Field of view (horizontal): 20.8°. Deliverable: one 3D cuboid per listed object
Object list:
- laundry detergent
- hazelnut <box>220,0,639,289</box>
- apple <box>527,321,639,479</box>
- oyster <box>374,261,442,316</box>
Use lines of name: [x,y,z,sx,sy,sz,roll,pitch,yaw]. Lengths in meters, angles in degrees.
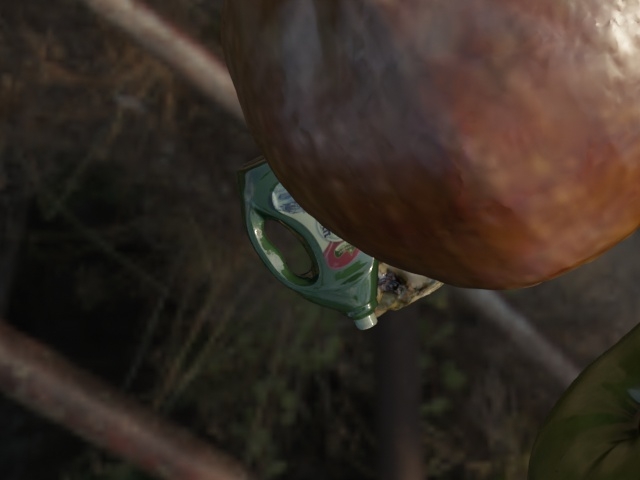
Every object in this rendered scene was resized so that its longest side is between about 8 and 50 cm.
laundry detergent: [0.000,0.000,1.827,0.137,0.210,0.063,-23,-169,-6]
hazelnut: [0.044,-0.058,0.517,0.154,0.143,0.143,-8,151,36]
apple: [0.301,0.194,1.108,0.357,0.357,0.357,0,150,0]
oyster: [0.160,-0.049,1.873,0.166,0.110,0.341,31,117,4]
